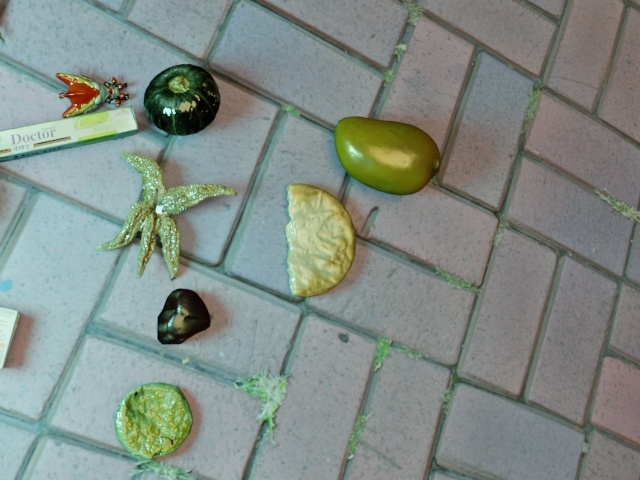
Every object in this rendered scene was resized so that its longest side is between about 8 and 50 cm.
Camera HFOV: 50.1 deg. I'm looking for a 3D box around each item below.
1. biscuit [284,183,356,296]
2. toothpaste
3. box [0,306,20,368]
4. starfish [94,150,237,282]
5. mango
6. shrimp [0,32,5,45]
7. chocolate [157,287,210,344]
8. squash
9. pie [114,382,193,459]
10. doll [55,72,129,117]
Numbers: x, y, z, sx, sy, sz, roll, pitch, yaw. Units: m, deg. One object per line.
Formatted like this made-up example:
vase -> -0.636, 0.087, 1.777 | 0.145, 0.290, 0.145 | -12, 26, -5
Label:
biscuit -> 0.000, 0.000, 1.876 | 0.205, 0.040, 0.308 | 0, 82, -21
toothpaste -> -0.617, -0.256, 1.651 | 0.337, 0.081, 0.067 | -17, 92, -23
box -> -0.784, 0.201, 1.511 | 0.199, 0.081, 0.135 | 16, 75, -21
starfish -> -0.396, -0.039, 1.704 | 0.302, 0.084, 0.293 | 20, 79, -14
mango -> 0.183, -0.242, 1.922 | 0.317, 0.173, 0.211 | 17, 75, -12
shrimp -> -0.809, -0.569, 1.629 | 0.090, 0.079, 0.232 | -33, 99, -18
chocolate -> -0.332, 0.196, 1.692 | 0.125, 0.080, 0.148 | 29, 71, -15
squash -> -0.349, -0.356, 1.737 | 0.193, 0.156, 0.193 | 0, 83, -1
pie -> -0.400, 0.432, 1.647 | 0.187, 0.041, 0.186 | 4, 80, -21
doll -> -0.565, -0.366, 1.705 | 0.169, 0.057, 0.109 | -14, 104, -36
